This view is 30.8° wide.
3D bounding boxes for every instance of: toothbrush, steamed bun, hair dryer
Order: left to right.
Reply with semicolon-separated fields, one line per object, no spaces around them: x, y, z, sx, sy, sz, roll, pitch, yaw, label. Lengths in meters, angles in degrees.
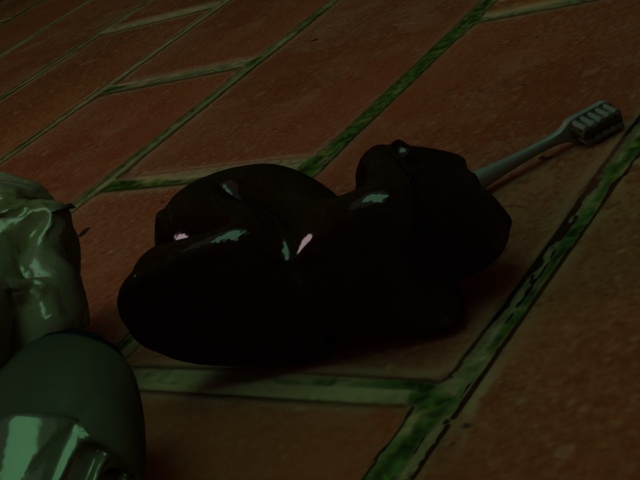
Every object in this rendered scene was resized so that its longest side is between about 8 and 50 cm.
-0.315;0.072;0.858;0.275;0.206;0.320;15;19;33;steamed bun
-0.211;0.208;0.634;0.298;0.119;0.296;-40;27;4;hair dryer
0.088;-0.024;0.899;0.342;0.025;0.030;-27;26;-9;toothbrush

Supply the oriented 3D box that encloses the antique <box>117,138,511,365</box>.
0.000;0.000;0.798;0.257;0.121;0.143;-12;31;21;antique
